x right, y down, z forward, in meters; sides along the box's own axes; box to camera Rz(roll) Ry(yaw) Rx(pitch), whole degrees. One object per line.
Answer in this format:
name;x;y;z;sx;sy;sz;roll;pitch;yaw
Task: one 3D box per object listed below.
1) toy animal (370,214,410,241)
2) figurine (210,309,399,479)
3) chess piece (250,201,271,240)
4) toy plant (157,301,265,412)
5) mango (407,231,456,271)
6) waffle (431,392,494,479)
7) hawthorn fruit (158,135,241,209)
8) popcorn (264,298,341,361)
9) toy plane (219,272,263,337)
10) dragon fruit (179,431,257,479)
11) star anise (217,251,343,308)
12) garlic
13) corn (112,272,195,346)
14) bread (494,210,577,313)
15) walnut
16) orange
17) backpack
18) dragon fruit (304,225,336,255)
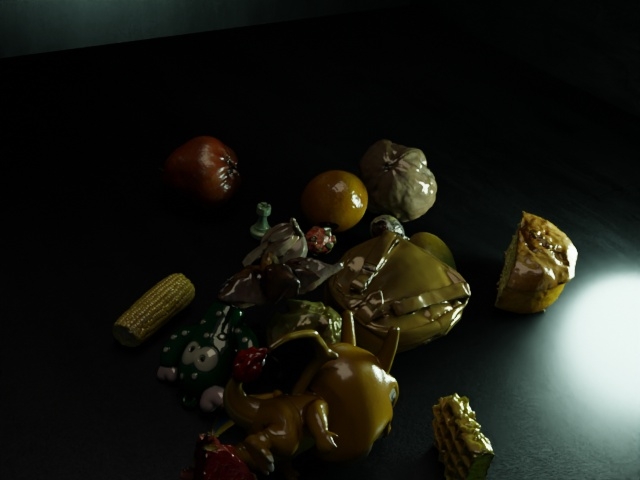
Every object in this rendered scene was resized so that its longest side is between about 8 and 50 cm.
toy animal;0.210;-0.016;2.292;0.137;0.098;0.098;32;36;-5
figurine;-0.014;0.319;1.534;0.387;0.400;0.268;-19;55;-38
chess piece;-0.170;-0.058;2.247;0.067;0.103;0.067;6;35;-4
toy plant;-0.247;0.261;1.720;0.243;0.112;0.232;-47;54;-2
mango;0.322;0.054;2.219;0.130;0.091;0.194;-14;50;-33
waffle;0.288;0.418;1.619;0.055;0.160;0.210;-1;36;-13
hawthorn fruit;-0.375;-0.202;2.332;0.261;0.224;0.224;-5;31;18
popcorn;-0.037;0.229;1.793;0.187;0.167;0.185;36;64;28
toy plane;-0.212;0.210;1.892;0.182;0.107;0.273;-46;27;-1
dragon fruit;-0.183;0.469;1.406;0.126;0.273;0.161;6;2;-21
star anise;-0.114;0.087;1.776;0.293;0.108;0.350;0;7;29
garlic;-0.122;0.031;2.140;0.194;0.127;0.131;-32;26;-10
corn;-0.405;0.168;1.880;0.093;0.093;0.244;24;38;20
bread;0.610;0.078;2.162;0.179;0.194;0.340;20;37;6
walnut;0.235;-0.181;2.397;0.273;0.273;0.226;18;79;13
orange;0.039;-0.115;2.299;0.206;0.206;0.206;6;35;-4
backpack;0.174;0.143;1.952;0.378;0.201;0.353;-20;45;-39
dragon fruit;0.001;-0.002;2.229;0.081;0.086;0.116;-13;5;44
